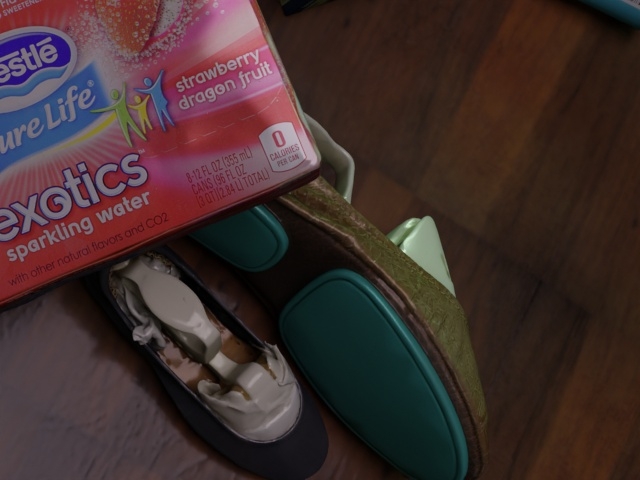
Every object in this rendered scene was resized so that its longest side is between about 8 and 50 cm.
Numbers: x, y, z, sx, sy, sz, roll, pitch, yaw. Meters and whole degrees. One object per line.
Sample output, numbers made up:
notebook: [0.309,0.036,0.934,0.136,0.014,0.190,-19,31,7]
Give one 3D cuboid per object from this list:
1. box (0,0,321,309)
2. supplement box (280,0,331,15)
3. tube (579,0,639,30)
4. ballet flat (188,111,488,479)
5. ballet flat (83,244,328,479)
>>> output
box: [-0.163,-0.048,1.023,0.300,0.142,0.154,-24,90,0]
supplement box: [0.008,-0.202,1.232,0.083,0.056,0.083,-21,89,-26]
tube: [0.150,-0.212,1.304,0.207,0.052,0.080,26,66,-12]
ballet flat: [0.000,0.000,1.176,0.342,0.116,0.124,43,49,-6]
ballet flat: [-0.065,0.071,1.141,0.203,0.074,0.074,48,66,-9]
